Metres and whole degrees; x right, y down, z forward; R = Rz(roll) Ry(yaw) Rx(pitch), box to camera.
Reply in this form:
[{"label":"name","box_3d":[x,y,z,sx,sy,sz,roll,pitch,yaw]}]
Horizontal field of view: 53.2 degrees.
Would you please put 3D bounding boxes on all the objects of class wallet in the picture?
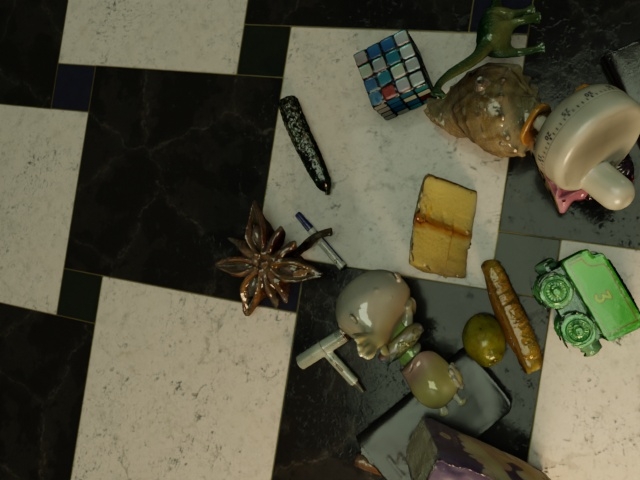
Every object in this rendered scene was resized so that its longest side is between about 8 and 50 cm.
[{"label":"wallet","box_3d":[0.799,-0.323,1.486,0.172,0.045,0.318,-22,81,18]},{"label":"wallet","box_3d":[0.280,0.456,1.586,0.377,0.051,0.197,-40,75,4]}]

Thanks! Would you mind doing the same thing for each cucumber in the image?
[{"label":"cucumber","box_3d":[-0.039,-0.258,1.752,0.067,0.067,0.294,-26,80,15]}]

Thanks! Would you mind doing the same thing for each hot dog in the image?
[{"label":"hot dog","box_3d":[0.465,0.180,1.552,0.068,0.083,0.289,-19,81,-3]}]

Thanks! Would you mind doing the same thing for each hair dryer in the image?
[{"label":"hair dryer","box_3d":[0.041,0.349,1.701,0.154,0.044,0.183,-34,80,16]}]

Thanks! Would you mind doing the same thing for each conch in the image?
[{"label":"conch","box_3d":[0.412,-0.336,1.529,0.324,0.186,0.263,25,50,23]}]

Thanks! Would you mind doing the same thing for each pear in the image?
[{"label":"pear","box_3d":[0.395,0.240,1.549,0.107,0.107,0.131,-25,59,15]}]

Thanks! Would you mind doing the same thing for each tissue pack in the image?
[{"label":"tissue pack","box_3d":[0.373,0.541,1.426,0.343,0.242,0.125,24,94,-1]}]

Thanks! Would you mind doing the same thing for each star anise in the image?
[{"label":"star anise","box_3d":[-0.131,0.055,1.743,0.292,0.109,0.350,34,108,10]}]

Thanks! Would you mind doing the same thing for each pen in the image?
[{"label":"pen","box_3d":[0.000,0.000,1.743,0.025,0.025,0.204,-43,74,11]}]

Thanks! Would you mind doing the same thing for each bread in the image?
[{"label":"bread","box_3d":[0.298,-0.031,1.565,0.135,0.178,0.240,10,88,20]}]

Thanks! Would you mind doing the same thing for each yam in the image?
[{"label":"yam","box_3d":[0.211,0.590,1.625,0.263,0.046,0.046,10,90,19]}]

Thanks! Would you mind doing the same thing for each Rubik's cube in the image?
[{"label":"Rubik's cube","box_3d":[0.193,-0.419,1.635,0.151,0.154,0.155,-21,80,17]}]

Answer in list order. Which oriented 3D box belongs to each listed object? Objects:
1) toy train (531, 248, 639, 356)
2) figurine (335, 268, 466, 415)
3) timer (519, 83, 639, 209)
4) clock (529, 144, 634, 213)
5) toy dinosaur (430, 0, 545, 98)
[{"label":"toy train","box_3d":[0.610,0.136,1.479,0.188,0.132,0.243,-30,80,10]},{"label":"figurine","box_3d":[0.183,0.259,1.537,0.394,0.274,0.227,50,122,15]},{"label":"timer","box_3d":[0.579,-0.201,1.347,0.233,0.233,0.240,-44,53,11]},{"label":"clock","box_3d":[0.618,-0.185,1.509,0.195,0.100,0.194,-22,78,15]},{"label":"toy dinosaur","box_3d":[0.362,-0.480,1.509,0.300,0.087,0.447,-12,45,4]}]
